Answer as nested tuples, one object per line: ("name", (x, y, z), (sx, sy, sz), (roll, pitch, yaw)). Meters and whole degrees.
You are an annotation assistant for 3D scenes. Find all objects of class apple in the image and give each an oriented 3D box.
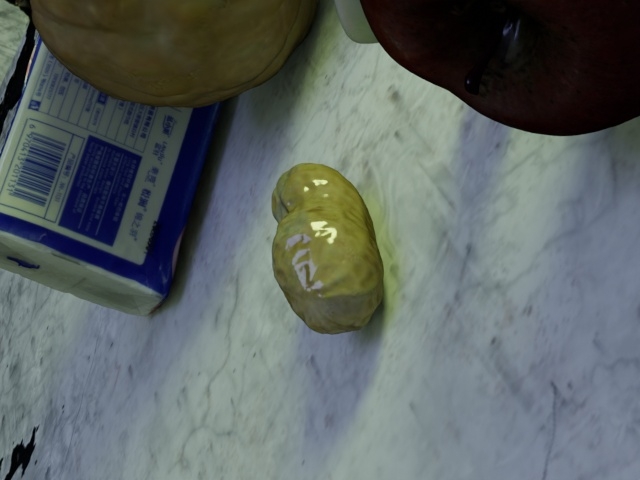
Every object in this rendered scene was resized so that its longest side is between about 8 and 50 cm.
("apple", (0.124, -0.168, 0.744), (0.234, 0.234, 0.234), (-49, 29, 39))

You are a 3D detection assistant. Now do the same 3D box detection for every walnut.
("walnut", (-0.134, -0.267, 1.326), (0.285, 0.285, 0.296), (-24, 58, 60))

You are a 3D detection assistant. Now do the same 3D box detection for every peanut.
("peanut", (0.000, 0.000, 1.040), (0.080, 0.080, 0.174), (-57, 26, 26))

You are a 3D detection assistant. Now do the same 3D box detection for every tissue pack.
("tissue pack", (-0.225, -0.083, 1.456), (0.137, 0.209, 0.269), (-26, 47, 61))

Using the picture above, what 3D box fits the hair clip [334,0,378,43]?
("hair clip", (0.056, -0.181, 0.896), (0.071, 0.218, 0.159), (-12, 61, 24))
